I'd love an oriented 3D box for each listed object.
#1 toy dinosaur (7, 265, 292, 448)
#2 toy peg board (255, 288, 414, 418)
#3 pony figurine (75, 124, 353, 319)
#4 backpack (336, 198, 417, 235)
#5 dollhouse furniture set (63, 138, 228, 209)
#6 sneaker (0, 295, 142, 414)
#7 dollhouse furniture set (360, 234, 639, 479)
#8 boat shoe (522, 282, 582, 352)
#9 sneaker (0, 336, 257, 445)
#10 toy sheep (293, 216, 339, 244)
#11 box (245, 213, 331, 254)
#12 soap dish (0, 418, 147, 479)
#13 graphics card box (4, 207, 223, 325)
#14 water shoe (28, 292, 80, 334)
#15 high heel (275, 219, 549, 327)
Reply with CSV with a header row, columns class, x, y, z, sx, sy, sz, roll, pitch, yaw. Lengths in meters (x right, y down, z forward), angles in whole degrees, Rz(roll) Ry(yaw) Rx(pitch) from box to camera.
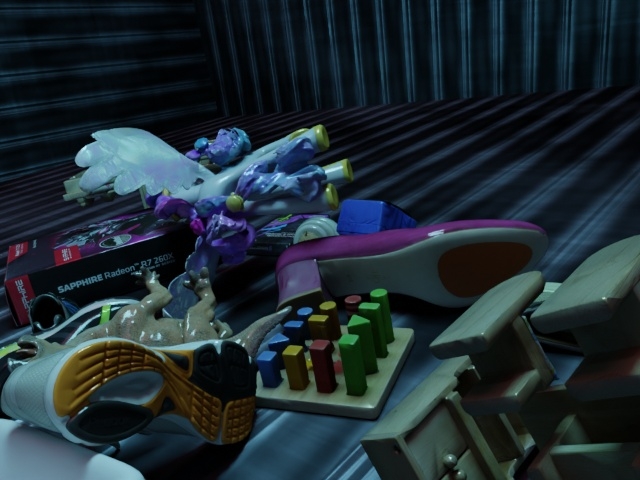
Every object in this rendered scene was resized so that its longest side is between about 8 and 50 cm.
class,x,y,z,sx,sy,sz,roll,pitch,yaw
toy dinosaur,-0.174,0.137,0.667,0.295,0.127,0.200,4,33,-18
toy peg board,0.008,0.117,0.685,0.160,0.079,0.161,-1,21,25
pony figurine,-0.151,-0.063,0.914,0.363,0.303,0.351,-14,16,14
backpack,0.094,-0.013,0.979,0.097,0.101,0.120,14,-2,42
dollhouse furniture set,-0.339,-0.095,1.272,0.303,0.174,0.355,-13,15,-6
sneaker,-0.325,0.157,0.770,0.234,0.084,0.097,-26,37,-24
dollhouse furniture set,0.172,0.122,0.400,0.161,0.212,0.242,-29,0,-39
boat shoe,0.306,0.092,0.615,0.223,0.080,0.073,3,28,46
sneaker,-0.163,0.136,0.554,0.120,0.099,0.262,-5,-20,30
toy sheep,0.000,0.000,1.014,0.091,0.091,0.132,-4,7,18
box,-0.065,-0.014,1.161,0.116,0.029,0.162,1,24,29
soap dish,-0.260,0.254,0.378,0.228,0.118,0.291,3,23,33
graphics card box,-0.391,0.025,1.126,0.370,0.094,0.232,-17,20,-20
water shoe,-0.400,0.110,0.895,0.072,0.080,0.203,-18,25,-24
high heel,0.112,0.011,0.837,0.376,0.127,0.181,-11,30,7
